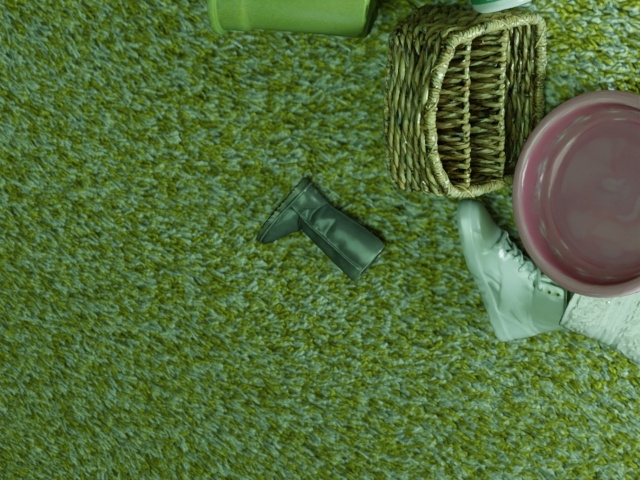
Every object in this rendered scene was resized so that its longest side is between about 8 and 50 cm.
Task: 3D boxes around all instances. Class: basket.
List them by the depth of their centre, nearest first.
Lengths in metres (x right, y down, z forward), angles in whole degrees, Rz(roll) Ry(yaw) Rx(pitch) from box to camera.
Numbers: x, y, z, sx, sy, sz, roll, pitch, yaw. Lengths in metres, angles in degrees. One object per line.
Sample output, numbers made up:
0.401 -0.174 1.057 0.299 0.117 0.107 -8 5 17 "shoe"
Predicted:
0.237 -0.220 1.992 0.223 0.213 0.299 11 119 23 "basket"

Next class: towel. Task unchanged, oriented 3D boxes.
0.543 0.063 2.028 0.187 0.049 0.282 27 108 9 "towel"

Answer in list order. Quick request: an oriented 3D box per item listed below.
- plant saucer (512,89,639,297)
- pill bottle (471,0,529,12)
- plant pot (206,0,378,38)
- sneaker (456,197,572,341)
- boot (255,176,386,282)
0.469 -0.074 1.955 0.332 0.084 0.332 -1 89 41 "plant saucer"
0.271 -0.474 1.907 0.118 0.117 0.208 -7 110 30 "pill bottle"
-0.025 -0.449 2.008 0.254 0.276 0.276 15 120 8 "plant pot"
0.356 0.041 2.134 0.169 0.108 0.292 -11 118 29 "sneaker"
-0.001 0.002 2.322 0.208 0.076 0.189 40 128 -4 "boot"
